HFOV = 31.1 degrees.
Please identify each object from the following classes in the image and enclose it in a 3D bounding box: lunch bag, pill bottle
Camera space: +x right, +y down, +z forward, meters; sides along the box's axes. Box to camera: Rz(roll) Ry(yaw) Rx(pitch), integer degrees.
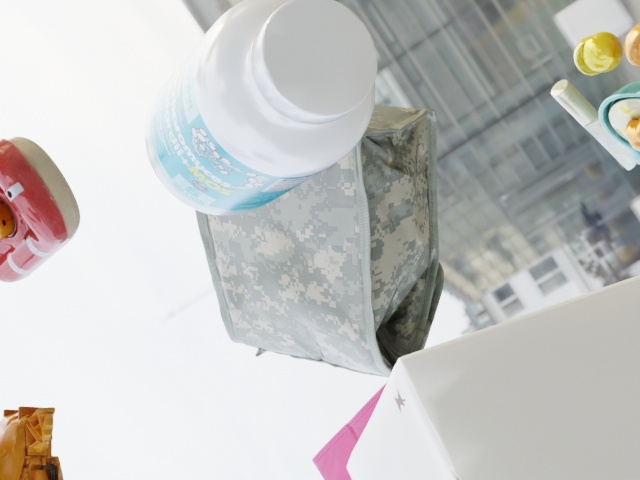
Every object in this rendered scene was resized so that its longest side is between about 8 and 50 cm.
[{"bbox_3d":[0.000,0.000,1.246,0.169,0.235,0.287,-24,-64,-50],"label":"lunch bag"},{"bbox_3d":[-0.048,-0.112,0.949,0.146,0.146,0.264,56,156,-4],"label":"pill bottle"}]

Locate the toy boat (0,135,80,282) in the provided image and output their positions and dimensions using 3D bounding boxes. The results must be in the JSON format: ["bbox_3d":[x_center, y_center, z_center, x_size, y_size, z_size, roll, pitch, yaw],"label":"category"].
[{"bbox_3d":[-0.399,-0.023,1.387,0.151,0.231,0.151,-36,-88,-43],"label":"toy boat"}]

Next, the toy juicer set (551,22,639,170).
[{"bbox_3d":[0.402,-0.176,1.512,0.209,0.089,0.329,30,159,-8],"label":"toy juicer set"}]

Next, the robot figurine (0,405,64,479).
[{"bbox_3d":[-0.333,0.305,1.118,0.211,0.085,0.291,11,-110,-44],"label":"robot figurine"}]

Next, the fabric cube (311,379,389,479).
[{"bbox_3d":[0.194,0.326,1.642,0.254,0.259,0.258,-18,-114,-39],"label":"fabric cube"}]

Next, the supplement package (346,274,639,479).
[{"bbox_3d":[0.191,0.135,0.691,0.175,0.293,0.177,106,143,-58],"label":"supplement package"}]
